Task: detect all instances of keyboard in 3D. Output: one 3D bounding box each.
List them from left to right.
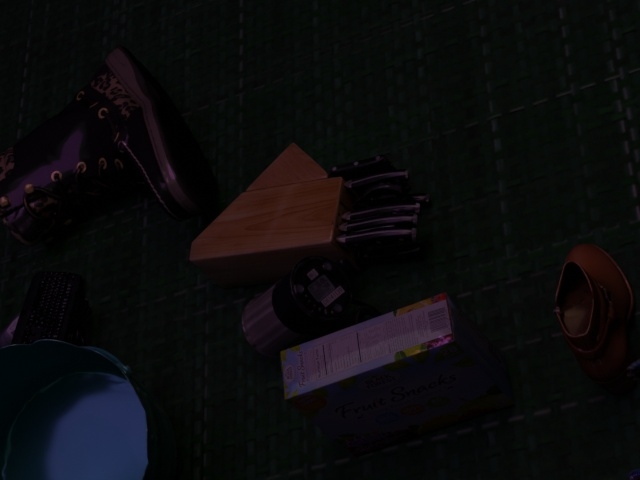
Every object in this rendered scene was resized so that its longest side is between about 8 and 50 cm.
[{"bbox_3d":[-0.360,0.094,1.946,0.100,0.038,0.192,5,36,-2],"label":"keyboard"}]

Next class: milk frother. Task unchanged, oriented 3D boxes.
[{"bbox_3d":[-0.001,0.103,1.736,0.135,0.129,0.143,-39,71,52],"label":"milk frother"}]

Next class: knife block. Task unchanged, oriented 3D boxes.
[{"bbox_3d":[0.000,0.000,1.796,0.275,0.088,0.242,-44,48,0],"label":"knife block"}]

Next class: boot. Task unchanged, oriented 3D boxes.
[{"bbox_3d":[-0.318,-0.091,2.018,0.284,0.138,0.377,-37,45,6],"label":"boot"},{"bbox_3d":[0.288,0.057,1.539,0.073,0.152,0.197,-25,52,17],"label":"boot"}]

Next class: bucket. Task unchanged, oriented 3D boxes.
[{"bbox_3d":[-0.311,0.258,1.712,0.281,0.183,0.281,-2,78,10],"label":"bucket"}]

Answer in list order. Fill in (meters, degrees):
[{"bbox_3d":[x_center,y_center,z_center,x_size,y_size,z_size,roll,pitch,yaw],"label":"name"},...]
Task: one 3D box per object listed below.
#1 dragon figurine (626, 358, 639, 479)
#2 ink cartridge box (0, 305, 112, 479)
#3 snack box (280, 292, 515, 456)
[{"bbox_3d":[0.413,0.144,1.450,0.289,0.085,0.144,-44,51,7],"label":"dragon figurine"},{"bbox_3d":[-0.364,0.244,1.891,0.165,0.065,0.332,-45,50,-1],"label":"ink cartridge box"},{"bbox_3d":[0.086,0.153,1.591,0.207,0.174,0.070,-22,52,19],"label":"snack box"}]
